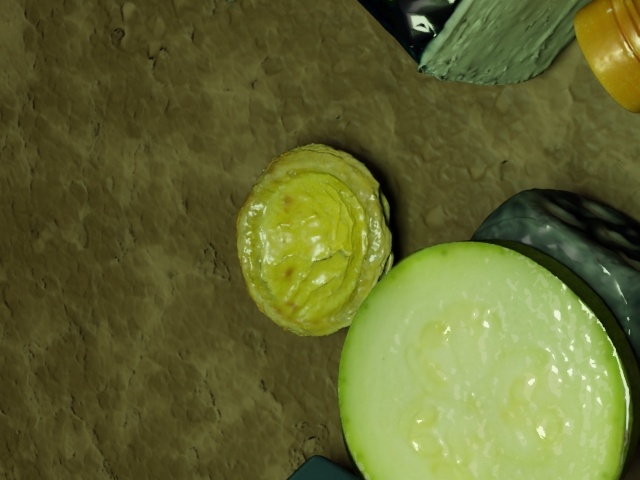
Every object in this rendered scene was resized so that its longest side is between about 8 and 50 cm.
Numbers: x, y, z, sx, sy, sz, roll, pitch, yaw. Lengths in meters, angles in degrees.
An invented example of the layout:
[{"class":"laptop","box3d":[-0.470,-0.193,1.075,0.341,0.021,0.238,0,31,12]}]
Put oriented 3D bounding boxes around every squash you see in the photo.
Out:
[{"class":"squash","box3d":[0.128,0.127,1.173,0.252,0.049,0.252,2,94,31]}]

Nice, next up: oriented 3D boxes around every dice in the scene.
[{"class":"dice","box3d":[0.209,0.072,1.251,0.181,0.183,0.182,38,112,27]}]

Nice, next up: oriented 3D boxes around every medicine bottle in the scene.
[{"class":"medicine bottle","box3d":[0.321,-0.200,1.199,0.222,0.112,0.149,-32,76,31]}]

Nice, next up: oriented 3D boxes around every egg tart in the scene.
[{"class":"egg tart","box3d":[0.000,0.000,1.448,0.191,0.074,0.191,3,96,34]}]

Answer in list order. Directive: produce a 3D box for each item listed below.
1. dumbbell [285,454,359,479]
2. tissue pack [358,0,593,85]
[{"class":"dumbbell","box3d":[0.086,0.331,1.372,0.325,0.160,0.144,27,138,30]},{"class":"tissue pack","box3d":[0.074,-0.364,1.270,0.416,0.253,0.264,49,117,23]}]
